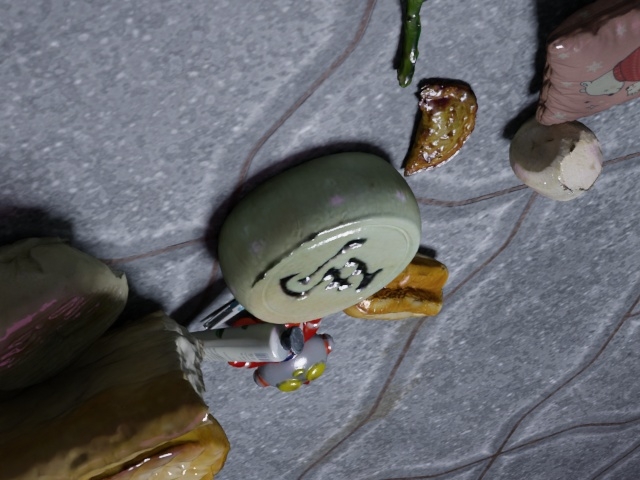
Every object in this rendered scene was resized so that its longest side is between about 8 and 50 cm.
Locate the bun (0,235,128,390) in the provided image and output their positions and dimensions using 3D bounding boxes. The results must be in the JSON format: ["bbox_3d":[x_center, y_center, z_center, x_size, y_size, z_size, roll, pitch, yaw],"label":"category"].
[{"bbox_3d":[-0.309,0.063,1.763,0.193,0.128,0.178,-36,157,-7],"label":"bun"}]

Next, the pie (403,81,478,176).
[{"bbox_3d":[0.149,-0.135,1.939,0.088,0.033,0.191,-24,155,-16],"label":"pie"}]

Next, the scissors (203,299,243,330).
[{"bbox_3d":[-0.101,0.081,2.124,0.119,0.014,0.058,-35,153,9],"label":"scissors"}]

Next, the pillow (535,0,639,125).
[{"bbox_3d":[0.353,-0.225,1.904,0.223,0.084,0.236,-27,157,-5],"label":"pillow"}]

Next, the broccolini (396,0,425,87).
[{"bbox_3d":[0.097,-0.227,1.689,0.071,0.057,0.254,15,151,10],"label":"broccolini"}]

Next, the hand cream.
[{"bbox_3d":[-0.128,0.133,2.075,0.234,0.050,0.080,-6,164,29],"label":"hand cream"}]

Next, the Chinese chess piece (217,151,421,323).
[{"bbox_3d":[0.000,0.000,1.969,0.250,0.101,0.250,-21,154,-11],"label":"Chinese chess piece"}]

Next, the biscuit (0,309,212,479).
[{"bbox_3d":[-0.319,0.202,1.863,0.446,0.104,0.429,-24,-167,5],"label":"biscuit"}]

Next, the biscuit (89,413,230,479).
[{"bbox_3d":[-0.270,0.322,2.297,0.296,0.102,0.296,-23,161,-9],"label":"biscuit"}]

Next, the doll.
[{"bbox_3d":[-0.049,0.149,2.237,0.142,0.076,0.245,-27,151,1],"label":"doll"}]

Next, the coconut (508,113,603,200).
[{"bbox_3d":[0.301,-0.103,2.053,0.110,0.110,0.124,-40,148,26],"label":"coconut"}]

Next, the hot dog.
[{"bbox_3d":[0.086,0.055,2.187,0.249,0.076,0.102,4,103,-56],"label":"hot dog"}]
